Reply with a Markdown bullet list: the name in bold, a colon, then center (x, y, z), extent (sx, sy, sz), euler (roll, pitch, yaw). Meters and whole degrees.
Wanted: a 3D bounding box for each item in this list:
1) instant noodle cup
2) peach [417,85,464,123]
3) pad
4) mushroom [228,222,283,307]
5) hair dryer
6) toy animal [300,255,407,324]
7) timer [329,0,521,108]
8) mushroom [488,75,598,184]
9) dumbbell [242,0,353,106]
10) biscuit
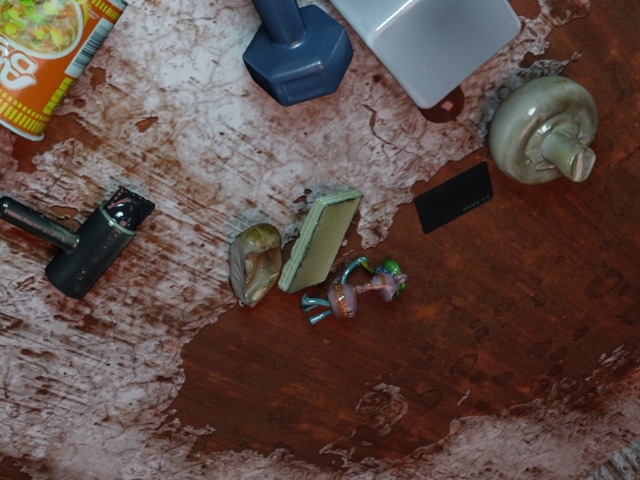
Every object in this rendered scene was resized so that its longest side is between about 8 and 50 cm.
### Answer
- **instant noodle cup**: center (-0.362, -0.265, 1.334), extent (0.212, 0.193, 0.193), euler (-48, 137, 6)
- **peach**: center (0.201, -0.235, 1.765), extent (0.083, 0.083, 0.083), euler (-17, 136, -17)
- **pad**: center (0.255, -0.080, 1.999), extent (0.157, 0.003, 0.112), euler (-29, 139, -4)
- **mushroom**: center (-0.110, 0.033, 1.832), extent (0.094, 0.072, 0.210), euler (-24, 151, -17)
- **hair dryer**: center (-0.402, -0.035, 1.603), extent (0.248, 0.078, 0.195), euler (30, 109, -39)
- **toy animal**: center (0.060, 0.090, 1.995), extent (0.208, 0.100, 0.103), euler (-21, 98, -9)
- **timer**: center (0.141, -0.346, 1.532), extent (0.194, 0.195, 0.192), euler (-41, 138, 8)
- **mushroom**: center (0.407, -0.176, 1.843), extent (0.207, 0.215, 0.207), euler (-12, 127, -17)
- **dumbbell**: center (-0.067, -0.339, 1.440), extent (0.144, 0.160, 0.325), euler (-38, 140, -11)
- **biscuit**: center (0.000, 0.000, 1.868), extent (0.121, 0.040, 0.199), euler (-15, 138, -49)
